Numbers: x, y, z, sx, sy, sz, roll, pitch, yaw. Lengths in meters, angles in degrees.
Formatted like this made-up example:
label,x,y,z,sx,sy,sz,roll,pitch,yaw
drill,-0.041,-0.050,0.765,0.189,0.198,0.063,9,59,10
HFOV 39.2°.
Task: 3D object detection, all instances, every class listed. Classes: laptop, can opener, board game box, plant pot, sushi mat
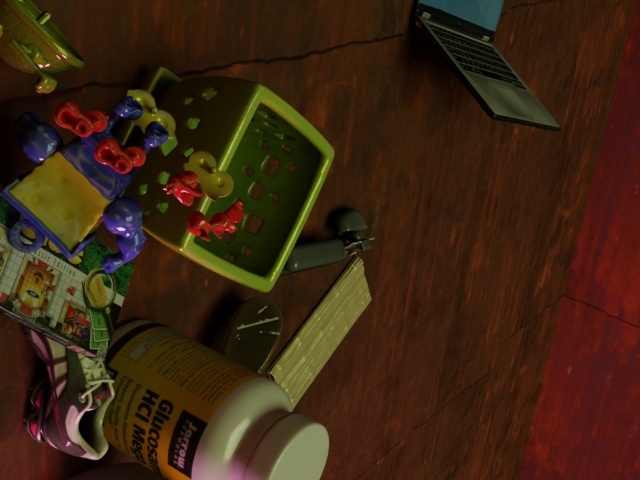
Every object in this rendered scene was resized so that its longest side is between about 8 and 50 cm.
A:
label,x,y,z,sx,sy,sz,roll,pitch,yaw
laptop,0.372,-0.452,1.776,0.236,0.408,0.382,-43,160,27
can opener,0.000,0.000,1.638,0.283,0.076,0.095,-10,85,-55
board game box,-0.332,0.032,1.052,0.260,0.030,0.136,40,51,-46
plant pot,-0.149,-0.087,1.184,0.227,0.207,0.228,35,78,-60
sushi mat,0.004,0.188,1.791,0.316,0.019,0.151,-52,147,-27

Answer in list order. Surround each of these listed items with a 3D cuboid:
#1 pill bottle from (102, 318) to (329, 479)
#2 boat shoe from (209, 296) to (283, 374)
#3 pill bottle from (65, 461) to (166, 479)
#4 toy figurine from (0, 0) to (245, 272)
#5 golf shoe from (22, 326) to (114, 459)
label,x,y,z,sx,sy,sz,roll,pitch,yaw
pill bottle,-0.162,0.251,1.249,0.188,0.334,0.188,-35,136,-43
boat shoe,-0.160,0.233,1.460,0.109,0.098,0.302,31,69,-16
pill bottle,-0.275,0.539,1.292,0.224,0.224,0.392,-12,101,-55
toy figurine,-0.285,-0.075,0.955,0.217,0.362,0.191,-42,-169,17
golf shoe,-0.311,0.154,1.167,0.105,0.120,0.272,-21,124,-50
